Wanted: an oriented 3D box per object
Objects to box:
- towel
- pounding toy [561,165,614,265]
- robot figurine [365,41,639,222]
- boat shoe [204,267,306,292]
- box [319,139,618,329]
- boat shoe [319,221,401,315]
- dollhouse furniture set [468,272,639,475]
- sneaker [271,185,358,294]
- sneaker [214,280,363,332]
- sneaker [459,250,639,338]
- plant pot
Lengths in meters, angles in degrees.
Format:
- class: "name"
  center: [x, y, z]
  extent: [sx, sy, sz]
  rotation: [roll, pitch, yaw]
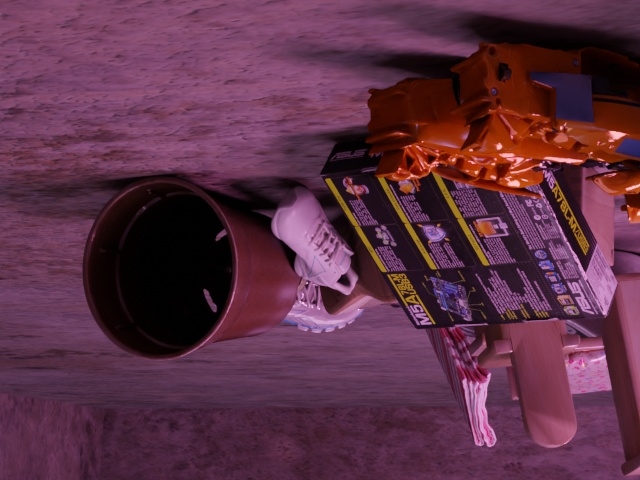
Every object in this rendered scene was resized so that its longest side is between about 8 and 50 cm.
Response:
- class: "towel"
  center: [0.136, 0.105, 1.680]
  extent: [0.029, 0.197, 0.144]
  rotation: [-20, 145, -3]
- class: "pounding toy"
  center: [0.176, -0.004, 1.400]
  extent: [0.141, 0.100, 0.130]
  rotation: [-2, 168, 24]
- class: "robot figurine"
  center: [0.189, -0.069, 1.100]
  extent: [0.291, 0.085, 0.211]
  rotation: [8, 169, -28]
- class: "boat shoe"
  center: [-0.087, 0.040, 1.813]
  extent: [0.152, 0.056, 0.049]
  rotation: [-4, 172, 33]
- class: "box"
  center: [0.121, -0.008, 1.301]
  extent: [0.184, 0.045, 0.190]
  rotation: [-4, 133, 36]
- class: "boat shoe"
  center: [0.077, 0.015, 1.552]
  extent: [0.092, 0.102, 0.285]
  rotation: [-8, 170, -20]
- class: "dollhouse furniture set"
  center: [0.264, 0.169, 1.550]
  extent: [0.303, 0.173, 0.355]
  rotation: [-3, 160, -13]
- class: "sneaker"
  center: [0.000, 0.000, 1.493]
  extent: [0.061, 0.053, 0.152]
  rotation: [30, 165, 29]
- class: "sneaker"
  center: [-0.040, 0.065, 1.909]
  extent: [0.191, 0.071, 0.083]
  rotation: [1, 163, 7]
- class: "sneaker"
  center: [0.261, 0.065, 1.762]
  extent: [0.296, 0.104, 0.147]
  rotation: [10, 170, -9]
- class: "plant pot"
  center: [-0.111, 0.029, 1.523]
  extent: [0.167, 0.166, 0.165]
  rotation: [-3, 176, 27]
